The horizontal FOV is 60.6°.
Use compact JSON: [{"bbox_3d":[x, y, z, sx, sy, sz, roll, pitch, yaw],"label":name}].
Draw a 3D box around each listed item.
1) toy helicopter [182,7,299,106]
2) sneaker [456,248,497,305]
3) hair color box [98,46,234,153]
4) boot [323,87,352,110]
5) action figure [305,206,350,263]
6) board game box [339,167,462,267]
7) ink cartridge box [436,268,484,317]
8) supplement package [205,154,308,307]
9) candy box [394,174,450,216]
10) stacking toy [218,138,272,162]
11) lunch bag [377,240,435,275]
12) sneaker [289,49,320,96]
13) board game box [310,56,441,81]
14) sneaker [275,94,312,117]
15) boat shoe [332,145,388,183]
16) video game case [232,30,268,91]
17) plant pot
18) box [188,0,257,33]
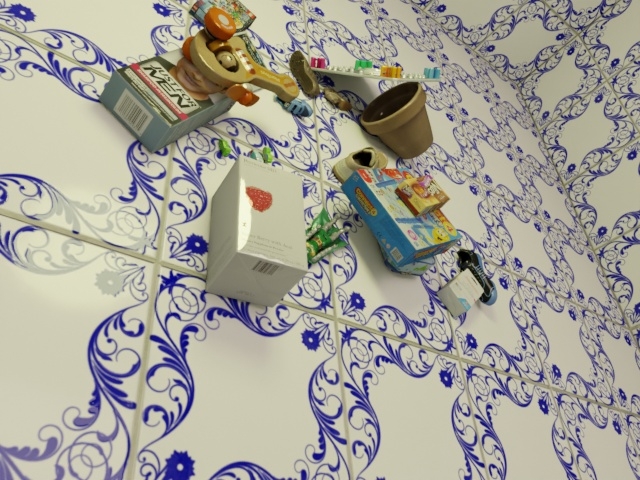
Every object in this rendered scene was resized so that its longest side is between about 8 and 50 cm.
[{"bbox_3d":[-0.190,-0.445,1.477,0.355,0.140,0.235,11,55,-44],"label":"toy helicopter"},{"bbox_3d":[0.557,0.130,1.978,0.090,0.081,0.232,17,41,-32],"label":"sneaker"},{"bbox_3d":[-0.372,-0.390,1.444,0.185,0.113,0.374,46,37,-6],"label":"hair color box"},{"bbox_3d":[0.064,-0.541,2.076,0.118,0.042,0.087,6,47,-51],"label":"boot"},{"bbox_3d":[0.000,0.000,1.538,0.137,0.063,0.232,52,41,-3],"label":"action figure"},{"bbox_3d":[0.255,-0.084,1.697,0.302,0.086,0.308,-12,61,-51],"label":"board game box"},{"bbox_3d":[0.480,0.177,1.868,0.104,0.061,0.181,55,38,6],"label":"ink cartridge box"},{"bbox_3d":[-0.152,-0.023,1.292,0.178,0.175,0.293,17,47,-26],"label":"supplement package"},{"bbox_3d":[0.320,-0.142,1.703,0.187,0.053,0.109,-18,66,-51],"label":"candy box"},{"bbox_3d":[-0.172,-0.200,1.511,0.167,0.052,0.221,5,45,-42],"label":"stacking toy"},{"bbox_3d":[0.268,0.008,1.769,0.176,0.090,0.219,9,48,-38],"label":"lunch bag"},{"bbox_3d":[-0.055,-0.605,2.003,0.071,0.066,0.188,12,54,-61],"label":"sneaker"},{"bbox_3d":[0.215,-0.661,2.115,0.390,0.050,0.390,19,24,32],"label":"board game box"},{"bbox_3d":[-0.093,-0.455,1.833,0.144,0.053,0.059,33,39,-8],"label":"sneaker"},{"bbox_3d":[0.163,-0.271,1.895,0.302,0.098,0.109,-21,75,-51],"label":"boat shoe"},{"bbox_3d":[-0.244,-0.578,1.774,0.190,0.022,0.173,59,36,-11],"label":"video game case"},{"bbox_3d":[0.318,-0.442,2.111,0.229,0.263,0.263,53,33,-29],"label":"plant pot"},{"bbox_3d":[-0.327,-0.769,1.866,0.159,0.044,0.233,39,39,-14],"label":"box"}]
